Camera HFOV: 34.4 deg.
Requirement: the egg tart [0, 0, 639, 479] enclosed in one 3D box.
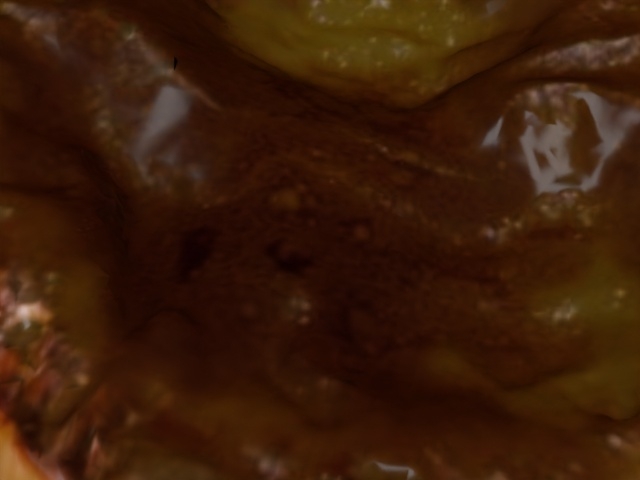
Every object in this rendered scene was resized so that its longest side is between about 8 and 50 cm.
[{"bbox_3d":[0.000,0.000,0.456,0.443,0.178,0.443,4,51,-5],"label":"egg tart"}]
